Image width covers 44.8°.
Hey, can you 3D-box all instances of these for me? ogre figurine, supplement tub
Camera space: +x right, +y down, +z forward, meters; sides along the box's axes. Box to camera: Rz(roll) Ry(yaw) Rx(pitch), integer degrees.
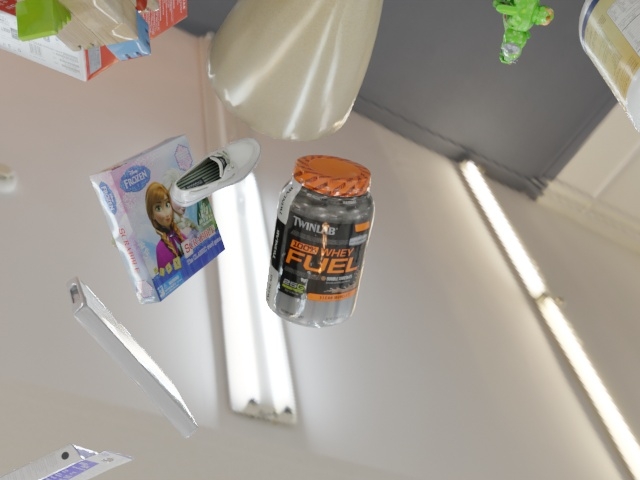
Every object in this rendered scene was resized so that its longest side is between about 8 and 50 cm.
[{"bbox_3d":[0.337,-0.387,1.298,0.097,0.197,0.118,32,-150,-1],"label":"ogre figurine"},{"bbox_3d":[0.000,0.000,1.677,0.207,0.338,0.207,8,-157,-3],"label":"supplement tub"},{"bbox_3d":[0.580,-0.299,1.259,0.228,0.228,0.316,18,-139,-30],"label":"supplement tub"}]

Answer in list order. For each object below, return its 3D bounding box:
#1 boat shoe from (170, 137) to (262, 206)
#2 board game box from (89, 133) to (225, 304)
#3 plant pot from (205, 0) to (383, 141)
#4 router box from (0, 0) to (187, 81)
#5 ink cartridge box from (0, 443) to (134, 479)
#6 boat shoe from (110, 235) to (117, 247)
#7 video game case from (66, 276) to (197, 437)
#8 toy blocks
[{"bbox_3d":[-0.209,-0.147,1.615,0.226,0.076,0.083,-41,-95,-21],"label":"boat shoe"},{"bbox_3d":[-0.373,-0.058,1.845,0.319,0.066,0.318,-47,-58,-58],"label":"board game box"},{"bbox_3d":[-0.015,-0.332,1.177,0.256,0.274,0.256,11,-122,-19],"label":"plant pot"},{"bbox_3d":[-0.468,-0.439,1.423,0.335,0.082,0.301,22,-135,16],"label":"router box"},{"bbox_3d":[-0.481,0.435,1.477,0.206,0.208,0.045,88,158,-70],"label":"ink cartridge box"},{"bbox_3d":[-0.470,0.000,1.997,0.043,0.137,0.049,68,-163,-66],"label":"boat shoe"},{"bbox_3d":[-0.388,0.227,1.566,0.329,0.036,0.300,53,169,-19],"label":"video game case"},{"bbox_3d":[-0.315,-0.406,1.080,0.261,0.191,0.381,49,-147,-74],"label":"toy blocks"}]
